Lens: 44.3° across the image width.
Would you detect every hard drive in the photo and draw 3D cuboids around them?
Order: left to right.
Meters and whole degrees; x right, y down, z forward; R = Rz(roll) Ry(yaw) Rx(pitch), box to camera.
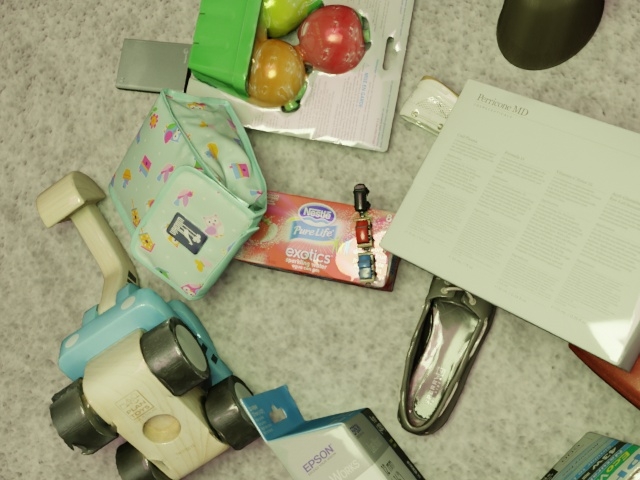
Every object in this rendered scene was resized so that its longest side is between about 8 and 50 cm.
[{"bbox_3d":[-0.300,-0.315,1.434,0.135,0.022,0.094,8,85,12],"label":"hard drive"}]

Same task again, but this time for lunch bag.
[{"bbox_3d":[-0.198,-0.066,1.223,0.223,0.160,0.262,-50,55,33],"label":"lunch bag"}]

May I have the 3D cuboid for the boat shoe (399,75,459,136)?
[{"bbox_3d":[0.246,-0.150,1.271,0.277,0.098,0.096,42,95,21],"label":"boat shoe"}]

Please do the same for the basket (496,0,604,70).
[{"bbox_3d":[0.361,-0.387,1.205,0.154,0.227,0.204,39,92,13],"label":"basket"}]

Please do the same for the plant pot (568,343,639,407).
[{"bbox_3d":[0.504,0.133,1.111,0.236,0.267,0.267,29,89,26],"label":"plant pot"}]

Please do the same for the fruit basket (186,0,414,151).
[{"bbox_3d":[-0.033,-0.334,1.339,0.353,0.165,0.326,10,85,-3],"label":"fruit basket"}]

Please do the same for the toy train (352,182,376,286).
[{"bbox_3d":[0.065,-0.009,1.183,0.027,0.036,0.158,-6,82,10],"label":"toy train"}]

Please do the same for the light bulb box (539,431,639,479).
[{"bbox_3d":[0.349,0.459,1.019,0.358,0.361,0.225,-45,78,-3],"label":"light bulb box"}]

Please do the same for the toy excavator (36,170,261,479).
[{"bbox_3d":[-0.314,0.134,1.295,0.222,0.445,0.433,-34,119,5],"label":"toy excavator"}]

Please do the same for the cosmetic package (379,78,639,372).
[{"bbox_3d":[0.308,-0.034,1.086,0.377,0.097,0.284,28,91,34],"label":"cosmetic package"}]

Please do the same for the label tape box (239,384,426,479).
[{"bbox_3d":[0.053,0.336,1.165,0.115,0.249,0.347,-38,78,5],"label":"label tape box"}]

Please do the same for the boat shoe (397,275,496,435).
[{"bbox_3d":[0.204,0.148,1.237,0.112,0.095,0.335,18,87,13],"label":"boat shoe"}]

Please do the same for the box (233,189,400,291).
[{"bbox_3d":[0.000,0.000,1.280,0.257,0.128,0.122,11,85,13],"label":"box"}]
